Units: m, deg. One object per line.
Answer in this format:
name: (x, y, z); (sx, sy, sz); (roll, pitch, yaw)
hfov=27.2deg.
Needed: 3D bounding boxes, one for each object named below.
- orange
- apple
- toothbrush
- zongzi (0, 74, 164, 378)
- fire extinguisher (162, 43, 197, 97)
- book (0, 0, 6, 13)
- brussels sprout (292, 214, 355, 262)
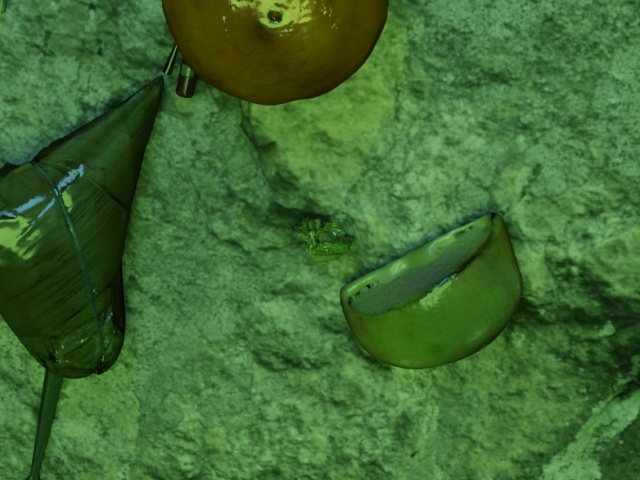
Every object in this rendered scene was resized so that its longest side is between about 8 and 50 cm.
orange: (-0.054, -0.303, 1.628); (0.284, 0.226, 0.284); (1, 117, 3)
apple: (0.171, 0.104, 1.830); (0.265, 0.120, 0.193); (-26, 119, 13)
toothbrush: (-0.405, 0.264, 1.949); (0.030, 0.030, 0.297); (4, 111, -28)
zongzi: (-0.294, -0.013, 1.806); (0.360, 0.160, 0.323); (-37, 124, -12)
fire extinguisher: (-0.182, -0.243, 1.759); (0.046, 0.032, 0.100); (25, 113, 29)
book: (-0.545, -0.395, 1.709); (0.264, 0.027, 0.202); (2, 111, 1)
brussels sprout: (0.000, 0.000, 1.819); (0.085, 0.085, 0.058); (38, 109, -11)
